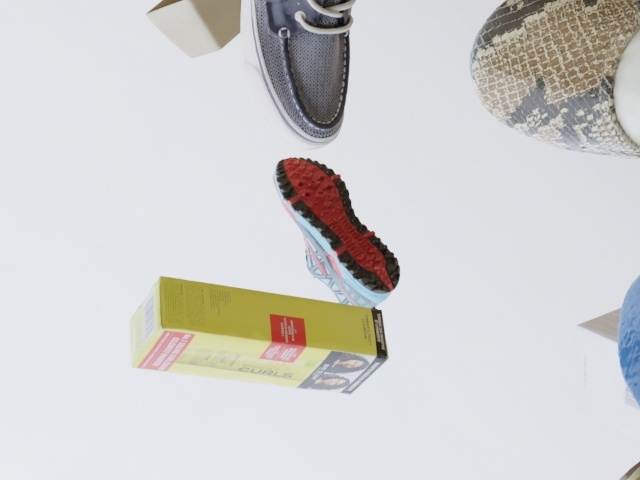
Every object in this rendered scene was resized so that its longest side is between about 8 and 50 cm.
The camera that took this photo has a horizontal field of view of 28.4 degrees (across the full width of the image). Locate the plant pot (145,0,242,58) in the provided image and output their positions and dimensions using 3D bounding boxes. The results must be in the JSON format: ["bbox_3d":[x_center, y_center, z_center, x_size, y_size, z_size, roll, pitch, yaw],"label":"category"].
[{"bbox_3d":[-0.177,-0.339,1.915,0.109,0.109,0.096,-48,-62,-37],"label":"plant pot"}]

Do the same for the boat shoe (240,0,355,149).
[{"bbox_3d":[-0.005,-0.278,1.407,0.127,0.340,0.158,-13,-178,-37],"label":"boat shoe"}]

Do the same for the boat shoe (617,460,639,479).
[{"bbox_3d":[0.465,0.295,1.622,0.190,0.068,0.072,-21,-112,-26],"label":"boat shoe"}]

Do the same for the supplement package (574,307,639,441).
[{"bbox_3d":[0.492,0.164,1.782,0.244,0.139,0.134,-18,-155,-31],"label":"supplement package"}]

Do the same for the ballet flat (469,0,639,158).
[{"bbox_3d":[0.363,-0.133,1.070,0.483,0.164,0.182,3,-164,-30],"label":"ballet flat"}]

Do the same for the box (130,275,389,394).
[{"bbox_3d":[-0.057,0.092,1.198,0.232,0.087,0.058,11,-127,-26],"label":"box"}]

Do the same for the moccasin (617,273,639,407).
[{"bbox_3d":[0.417,0.168,1.392,0.117,0.137,0.342,23,-142,-20],"label":"moccasin"}]

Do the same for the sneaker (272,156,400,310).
[{"bbox_3d":[0.000,0.000,1.810,0.104,0.125,0.262,-18,-116,-35],"label":"sneaker"}]
